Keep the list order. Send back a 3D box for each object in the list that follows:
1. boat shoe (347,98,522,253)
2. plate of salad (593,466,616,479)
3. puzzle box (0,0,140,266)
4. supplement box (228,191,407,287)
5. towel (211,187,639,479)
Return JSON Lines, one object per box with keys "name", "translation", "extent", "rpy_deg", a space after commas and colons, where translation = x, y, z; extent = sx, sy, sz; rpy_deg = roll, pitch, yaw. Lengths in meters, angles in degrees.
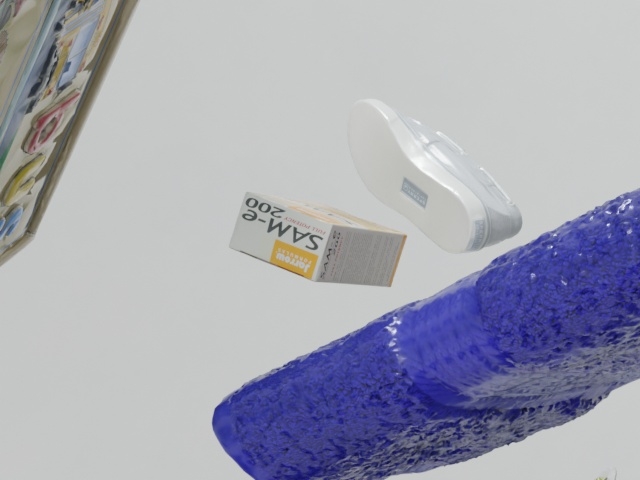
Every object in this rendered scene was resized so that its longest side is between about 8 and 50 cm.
{"name": "boat shoe", "translation": [0.086, -0.053, 1.464], "extent": [0.063, 0.184, 0.066], "rpy_deg": [-6, -61, -32]}
{"name": "plate of salad", "translation": [0.144, 0.237, 1.350], "extent": [0.200, 0.048, 0.200], "rpy_deg": [-56, -4, -6]}
{"name": "puzzle box", "translation": [-0.182, -0.100, 1.070], "extent": [0.272, 0.052, 0.409], "rpy_deg": [-48, -10, -53]}
{"name": "supplement box", "translation": [0.000, 0.000, 1.126], "extent": [0.098, 0.062, 0.036], "rpy_deg": [6, -77, -62]}
{"name": "towel", "translation": [0.130, 0.037, 0.865], "extent": [0.308, 0.076, 0.228], "rpy_deg": [-28, -11, 32]}
